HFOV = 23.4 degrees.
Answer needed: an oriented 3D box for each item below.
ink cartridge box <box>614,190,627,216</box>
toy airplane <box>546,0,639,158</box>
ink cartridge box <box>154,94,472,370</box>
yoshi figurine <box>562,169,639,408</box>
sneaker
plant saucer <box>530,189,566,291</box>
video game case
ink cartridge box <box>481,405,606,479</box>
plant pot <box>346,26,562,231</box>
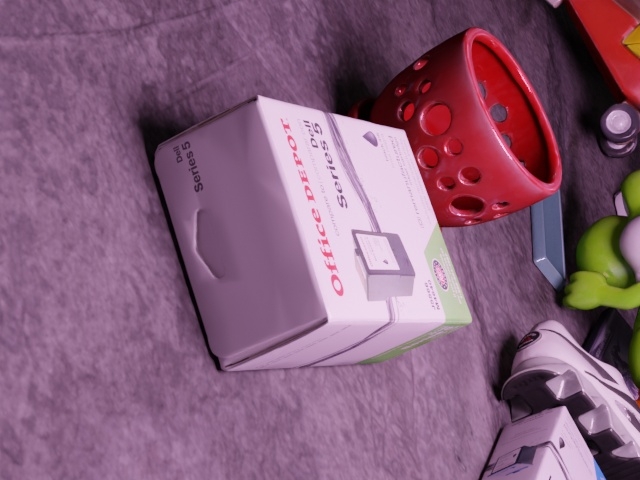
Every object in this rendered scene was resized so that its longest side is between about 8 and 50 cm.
[{"bbox_3d":[0.574,0.047,2.364,0.278,0.117,0.201,37,37,-43],"label":"ink cartridge box"},{"bbox_3d":[0.483,-0.346,2.354,0.384,0.272,0.386,61,7,-33],"label":"toy airplane"},{"bbox_3d":[0.000,0.000,1.334,0.273,0.114,0.198,5,64,-61],"label":"ink cartridge box"},{"bbox_3d":[0.413,0.091,1.937,0.203,0.203,0.362,57,25,-54],"label":"yoshi figurine"},{"bbox_3d":[0.330,0.224,1.748,0.330,0.122,0.146,55,29,-20],"label":"sneaker"},{"bbox_3d":[0.297,-0.021,2.022,0.067,0.018,0.192,47,32,-32],"label":"plant saucer"},{"bbox_3d":[0.432,0.230,1.975,0.274,0.026,0.196,51,30,-4],"label":"video game case"},{"bbox_3d":[0.229,0.277,1.562,0.140,0.082,0.191,60,25,-11],"label":"ink cartridge box"},{"bbox_3d":[0.130,-0.102,1.599,0.191,0.174,0.191,42,35,-39],"label":"plant pot"}]
